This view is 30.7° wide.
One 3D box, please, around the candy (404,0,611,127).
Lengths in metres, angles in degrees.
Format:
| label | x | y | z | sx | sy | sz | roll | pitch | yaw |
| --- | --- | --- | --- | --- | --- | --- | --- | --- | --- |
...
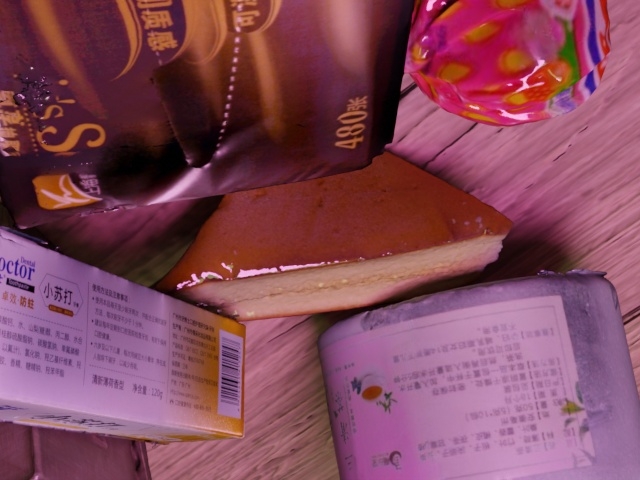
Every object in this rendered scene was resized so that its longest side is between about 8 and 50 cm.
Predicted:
| label | x | y | z | sx | sy | sz | roll | pitch | yaw |
| --- | --- | --- | --- | --- | --- | --- | --- | --- | --- |
| candy | -0.006 | -0.118 | 0.712 | 0.366 | 0.124 | 0.124 | -5 | 139 | -2 |

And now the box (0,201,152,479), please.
| label | x | y | z | sx | sy | sz | roll | pitch | yaw |
| --- | --- | --- | --- | --- | --- | --- | --- | --- | --- |
| box | -0.215 | 0.121 | 0.786 | 0.155 | 0.231 | 0.149 | -26 | 139 | 10 |

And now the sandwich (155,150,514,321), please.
| label | x | y | z | sx | sy | sz | roll | pitch | yaw |
| --- | --- | --- | --- | --- | --- | --- | --- | --- | --- |
| sandwich | 0.000 | 0.000 | 0.836 | 0.258 | 0.096 | 0.094 | -6 | 144 | -15 |

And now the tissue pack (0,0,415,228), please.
| label | x | y | z | sx | sy | sz | roll | pitch | yaw |
| --- | --- | --- | --- | --- | --- | --- | --- | --- | --- |
| tissue pack | -0.068 | -0.190 | 0.475 | 0.210 | 0.198 | 0.370 | -8 | 149 | -7 |

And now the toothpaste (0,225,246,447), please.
| label | x | y | z | sx | sy | sz | roll | pitch | yaw |
| --- | --- | --- | --- | --- | --- | --- | --- | --- | --- |
| toothpaste | -0.131 | 0.066 | 0.669 | 0.071 | 0.089 | 0.313 | -4 | 166 | 20 |

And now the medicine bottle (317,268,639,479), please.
| label | x | y | z | sx | sy | sz | roll | pitch | yaw |
| --- | --- | --- | --- | --- | --- | --- | --- | --- | --- |
| medicine bottle | 0.140 | 0.192 | 0.900 | 0.245 | 0.289 | 0.245 | -11 | 167 | -3 |
